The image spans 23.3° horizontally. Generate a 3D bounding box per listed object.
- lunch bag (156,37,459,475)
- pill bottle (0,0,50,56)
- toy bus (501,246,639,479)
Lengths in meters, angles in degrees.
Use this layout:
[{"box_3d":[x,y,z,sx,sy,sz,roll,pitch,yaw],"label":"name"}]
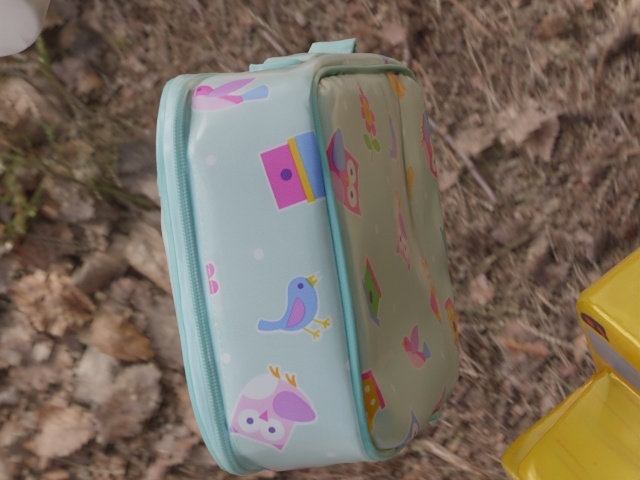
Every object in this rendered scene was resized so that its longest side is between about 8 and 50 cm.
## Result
[{"box_3d":[0.000,0.000,0.864,0.108,0.279,0.224,-10,93,14],"label":"lunch bag"},{"box_3d":[-0.142,-0.188,0.632,0.119,0.119,0.208,3,71,16],"label":"pill bottle"},{"box_3d":[0.239,0.030,0.750,0.333,0.130,0.108,-36,46,-8],"label":"toy bus"}]
